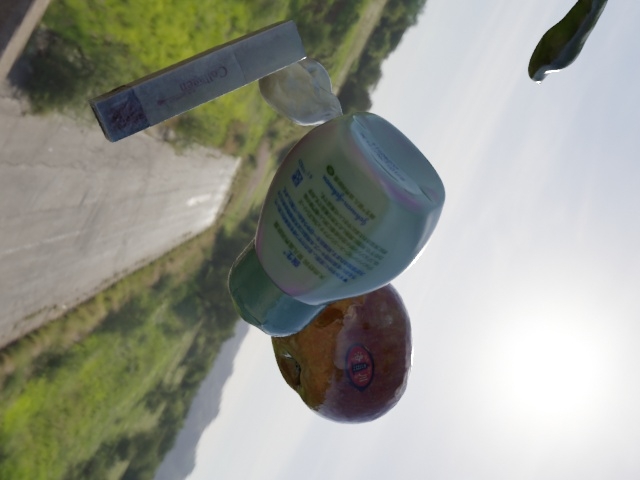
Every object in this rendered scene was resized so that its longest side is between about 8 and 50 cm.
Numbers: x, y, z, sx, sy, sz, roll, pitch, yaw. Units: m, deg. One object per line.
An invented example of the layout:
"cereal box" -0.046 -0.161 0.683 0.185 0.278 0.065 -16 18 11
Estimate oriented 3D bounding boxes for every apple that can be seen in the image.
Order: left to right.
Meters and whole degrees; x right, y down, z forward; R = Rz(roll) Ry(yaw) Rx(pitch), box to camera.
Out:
"apple" 0.029 0.196 1.539 0.277 0.250 0.309 -17 -102 53

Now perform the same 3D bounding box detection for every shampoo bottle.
"shampoo bottle" 0.000 0.000 1.116 0.349 0.222 0.151 -48 173 34

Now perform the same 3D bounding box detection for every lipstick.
"lipstick" -0.206 -0.278 1.394 0.371 0.076 0.080 -27 -160 -15

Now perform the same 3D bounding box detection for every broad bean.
"broad bean" 0.474 -0.403 1.527 0.325 0.075 0.067 111 -26 -56

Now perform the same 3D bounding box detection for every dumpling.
"dumpling" -0.052 -0.327 1.726 0.132 0.250 0.162 -52 173 -5
